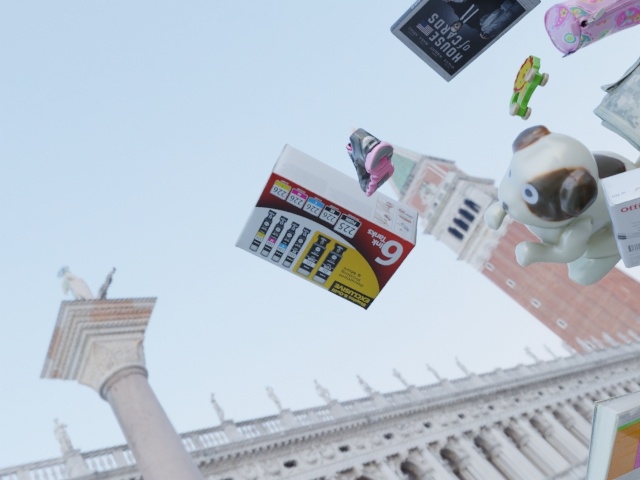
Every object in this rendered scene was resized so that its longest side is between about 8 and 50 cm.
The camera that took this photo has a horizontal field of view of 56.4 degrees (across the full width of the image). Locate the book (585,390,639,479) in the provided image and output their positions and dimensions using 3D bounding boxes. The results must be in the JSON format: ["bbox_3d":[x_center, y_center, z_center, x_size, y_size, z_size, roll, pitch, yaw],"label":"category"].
[{"bbox_3d":[0.387,0.267,0.759,0.097,0.035,0.144,-6,-73,-24],"label":"book"}]

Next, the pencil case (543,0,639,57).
[{"bbox_3d":[0.633,-0.506,1.292,0.284,0.124,0.124,-25,-41,-6],"label":"pencil case"}]

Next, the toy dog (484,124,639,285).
[{"bbox_3d":[0.572,-0.097,1.357,0.408,0.284,0.395,15,-41,-43],"label":"toy dog"}]

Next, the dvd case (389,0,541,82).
[{"bbox_3d":[0.286,-0.451,1.193,0.179,0.029,0.239,32,-52,-26],"label":"dvd case"}]

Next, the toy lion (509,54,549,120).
[{"bbox_3d":[0.358,-0.272,1.047,0.034,0.096,0.100,16,-62,-7],"label":"toy lion"}]

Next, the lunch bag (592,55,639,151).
[{"bbox_3d":[0.500,-0.152,0.683,0.235,0.287,0.169,-51,-3,22],"label":"lunch bag"}]

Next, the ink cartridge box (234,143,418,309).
[{"bbox_3d":[0.000,0.000,1.233,0.310,0.130,0.271,26,-54,-6],"label":"ink cartridge box"}]

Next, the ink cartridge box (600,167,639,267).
[{"bbox_3d":[0.626,-0.048,1.126,0.140,0.082,0.190,-18,-50,22],"label":"ink cartridge box"}]

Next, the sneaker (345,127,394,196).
[{"bbox_3d":[0.056,-0.096,0.715,0.047,0.057,0.119,-45,-16,-13],"label":"sneaker"}]
